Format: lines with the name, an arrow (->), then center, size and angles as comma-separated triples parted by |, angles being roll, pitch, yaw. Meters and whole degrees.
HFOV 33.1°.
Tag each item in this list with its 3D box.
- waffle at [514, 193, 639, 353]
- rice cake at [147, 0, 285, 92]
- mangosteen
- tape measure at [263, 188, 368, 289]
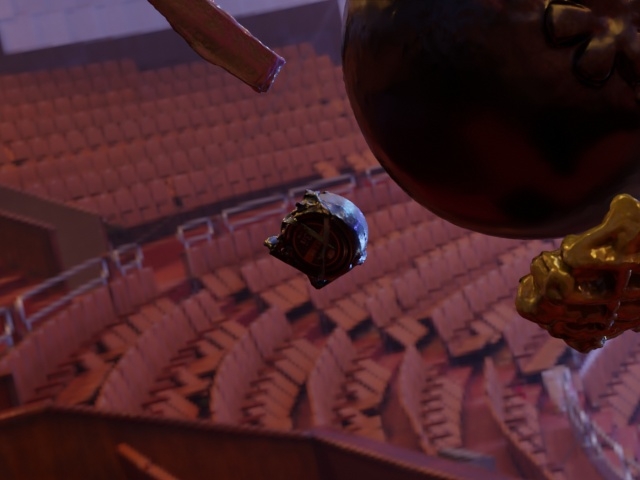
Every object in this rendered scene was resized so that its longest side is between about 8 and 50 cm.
waffle -> 0.209, 0.009, 0.608 | 0.194, 0.051, 0.149 | -34, -33, 25
rice cake -> -0.118, -0.210, 0.965 | 0.047, 0.207, 0.036 | -44, 20, 14
mangosteen -> 0.151, -0.135, 0.806 | 0.297, 0.297, 0.313 | -14, -16, -26
tape measure -> 0.002, -0.001, 1.071 | 0.094, 0.091, 0.054 | -47, 6, 37
